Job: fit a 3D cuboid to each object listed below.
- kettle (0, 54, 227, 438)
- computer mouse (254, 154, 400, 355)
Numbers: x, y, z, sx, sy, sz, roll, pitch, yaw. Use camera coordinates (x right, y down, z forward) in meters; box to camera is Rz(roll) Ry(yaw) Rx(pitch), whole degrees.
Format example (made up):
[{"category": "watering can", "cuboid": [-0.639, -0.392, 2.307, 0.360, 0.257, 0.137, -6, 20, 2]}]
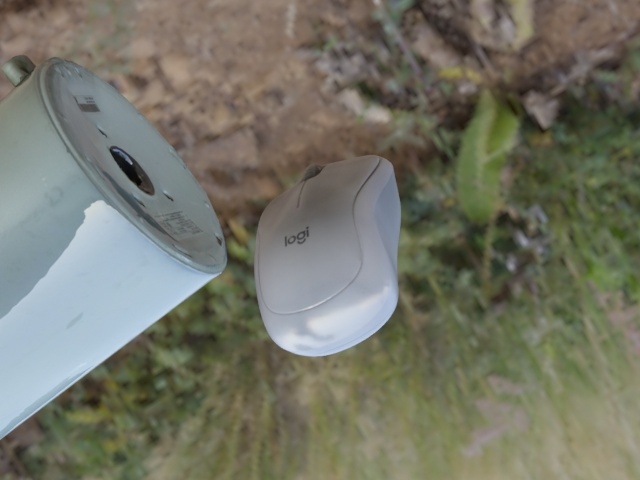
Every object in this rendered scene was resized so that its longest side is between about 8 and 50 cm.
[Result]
[{"category": "kettle", "cuboid": [-0.270, 0.018, 1.173, 0.318, 0.265, 0.205, -39, -153, 16]}, {"category": "computer mouse", "cuboid": [0.000, 0.000, 1.803, 0.184, 0.121, 0.297, -23, -139, 26]}]
